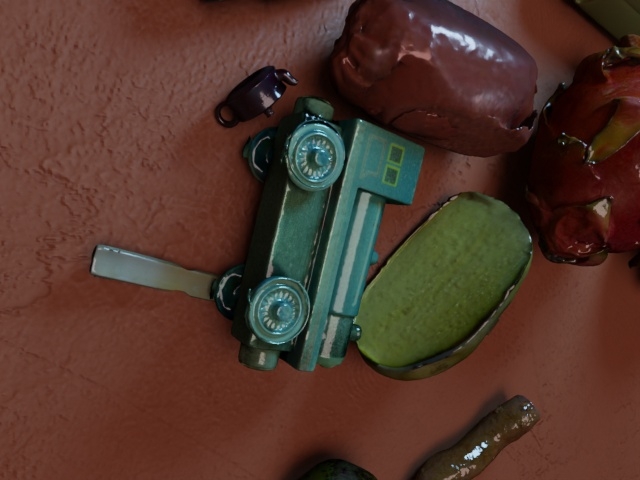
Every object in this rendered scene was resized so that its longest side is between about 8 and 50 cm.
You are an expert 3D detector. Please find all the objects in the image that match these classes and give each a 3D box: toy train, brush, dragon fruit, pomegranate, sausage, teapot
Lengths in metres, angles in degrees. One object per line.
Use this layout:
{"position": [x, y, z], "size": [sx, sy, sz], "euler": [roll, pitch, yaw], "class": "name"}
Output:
{"position": [0.000, 0.000, 0.562], "size": [0.194, 0.120, 0.299], "euler": [14, 90, -33], "class": "toy train"}
{"position": [-0.163, 0.041, 0.548], "size": [0.178, 0.030, 0.033], "euler": [19, 81, -37], "class": "brush"}
{"position": [0.408, -0.117, 0.683], "size": [0.250, 0.250, 0.315], "euler": [47, 59, -23], "class": "dragon fruit"}
{"position": [0.029, 0.362, 0.633], "size": [0.138, 0.125, 0.163], "euler": [-47, 115, -25], "class": "pomegranate"}
{"position": [0.138, -0.188, 0.580], "size": [0.279, 0.152, 0.152], "euler": [11, 94, -27], "class": "sausage"}
{"position": [-0.069, -0.152, 0.539], "size": [0.100, 0.068, 0.045], "euler": [-29, 116, 19], "class": "teapot"}

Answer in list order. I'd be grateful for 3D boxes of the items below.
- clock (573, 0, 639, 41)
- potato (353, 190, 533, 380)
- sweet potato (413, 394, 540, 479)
{"position": [0.502, -0.482, 0.724], "size": [0.286, 0.117, 0.349], "euler": [22, 88, -26], "class": "clock"}
{"position": [0.167, 0.076, 0.651], "size": [0.272, 0.160, 0.111], "euler": [-48, 138, -12], "class": "potato"}
{"position": [0.207, 0.333, 0.748], "size": [0.281, 0.059, 0.067], "euler": [-31, 145, -14], "class": "sweet potato"}
